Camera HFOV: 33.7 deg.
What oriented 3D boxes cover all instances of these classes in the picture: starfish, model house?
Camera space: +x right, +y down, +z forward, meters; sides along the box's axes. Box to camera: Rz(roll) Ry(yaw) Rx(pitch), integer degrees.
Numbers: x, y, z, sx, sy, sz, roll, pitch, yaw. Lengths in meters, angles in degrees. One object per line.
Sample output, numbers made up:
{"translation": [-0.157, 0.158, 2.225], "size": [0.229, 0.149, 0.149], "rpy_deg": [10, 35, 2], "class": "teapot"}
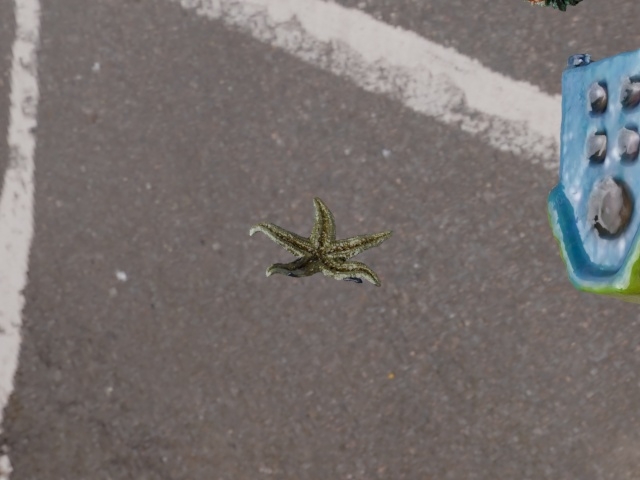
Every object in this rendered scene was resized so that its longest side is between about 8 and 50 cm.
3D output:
{"translation": [0.000, 0.000, 1.540], "size": [0.053, 0.208, 0.176], "rpy_deg": [99, 175, -50], "class": "starfish"}
{"translation": [0.391, -0.052, 1.124], "size": [0.215, 0.237, 0.303], "rpy_deg": [-9, 74, 63], "class": "model house"}

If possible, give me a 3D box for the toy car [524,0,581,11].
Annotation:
{"translation": [0.199, -0.268, 0.888], "size": [0.073, 0.054, 0.143], "rpy_deg": [31, 120, 40], "class": "toy car"}
